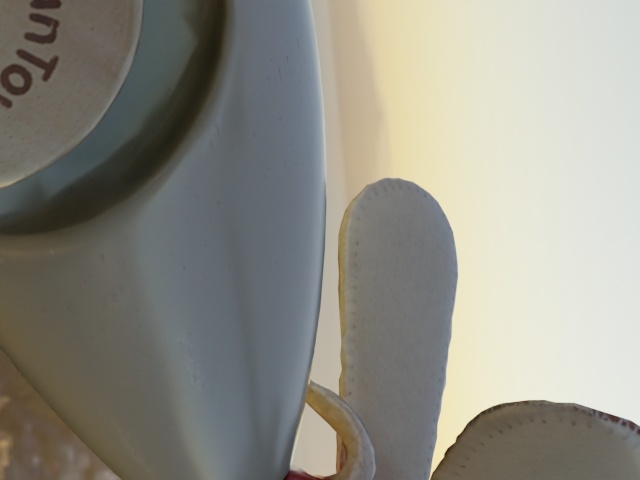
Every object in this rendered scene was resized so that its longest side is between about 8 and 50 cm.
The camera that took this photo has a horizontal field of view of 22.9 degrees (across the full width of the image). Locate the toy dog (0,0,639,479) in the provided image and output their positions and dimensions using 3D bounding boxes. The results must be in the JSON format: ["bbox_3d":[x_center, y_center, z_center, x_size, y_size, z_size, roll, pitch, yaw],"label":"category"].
[{"bbox_3d":[0.000,0.000,0.404,0.334,0.161,0.220,58,-2,-39],"label":"toy dog"}]
